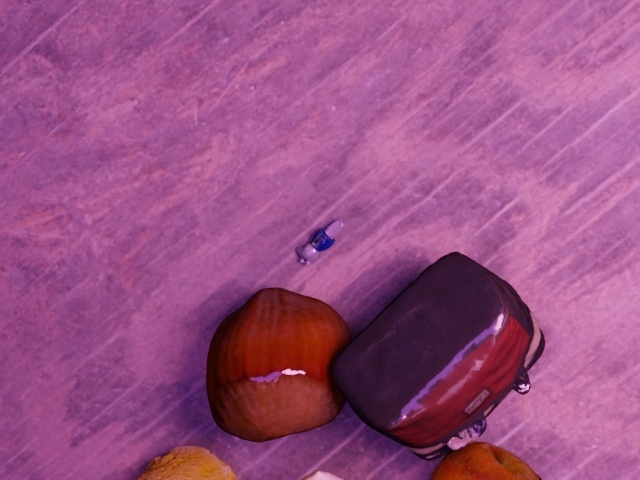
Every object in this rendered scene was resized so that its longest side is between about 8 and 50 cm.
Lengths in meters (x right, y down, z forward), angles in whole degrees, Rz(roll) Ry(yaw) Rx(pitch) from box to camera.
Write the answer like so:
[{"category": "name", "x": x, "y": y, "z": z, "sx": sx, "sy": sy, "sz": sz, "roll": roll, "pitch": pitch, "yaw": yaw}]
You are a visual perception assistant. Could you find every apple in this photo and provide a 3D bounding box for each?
[{"category": "apple", "x": 0.214, "y": 0.349, "z": 1.609, "sx": 0.146, "sy": 0.163, "sz": 0.147, "roll": 35, "pitch": 101, "yaw": 24}]

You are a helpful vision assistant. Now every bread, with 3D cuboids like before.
[{"category": "bread", "x": -0.200, "y": 0.389, "z": 1.680, "sx": 0.197, "sy": 0.170, "sz": 0.197, "roll": 2, "pitch": 96, "yaw": 23}]

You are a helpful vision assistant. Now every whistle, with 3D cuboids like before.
[{"category": "whistle", "x": 0.000, "y": 0.000, "z": 1.701, "sx": 0.083, "sy": 0.029, "sz": 0.033, "roll": -43, "pitch": 69, "yaw": 16}]

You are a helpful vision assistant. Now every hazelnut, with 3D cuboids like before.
[{"category": "hazelnut", "x": -0.064, "y": 0.166, "z": 1.642, "sx": 0.210, "sy": 0.186, "sz": 0.210, "roll": 7, "pitch": 108, "yaw": 20}]

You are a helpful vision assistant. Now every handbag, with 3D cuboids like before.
[{"category": "handbag", "x": 0.162, "y": 0.156, "z": 1.577, "sx": 0.254, "sy": 0.181, "sz": 0.181, "roll": -46, "pitch": 52, "yaw": 3}]

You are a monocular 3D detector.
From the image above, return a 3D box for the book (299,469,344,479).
[{"category": "book", "x": -0.048, "y": 0.464, "z": 1.649, "sx": 0.352, "sy": 0.239, "sz": 0.035, "roll": -46, "pitch": 43, "yaw": 9}]
